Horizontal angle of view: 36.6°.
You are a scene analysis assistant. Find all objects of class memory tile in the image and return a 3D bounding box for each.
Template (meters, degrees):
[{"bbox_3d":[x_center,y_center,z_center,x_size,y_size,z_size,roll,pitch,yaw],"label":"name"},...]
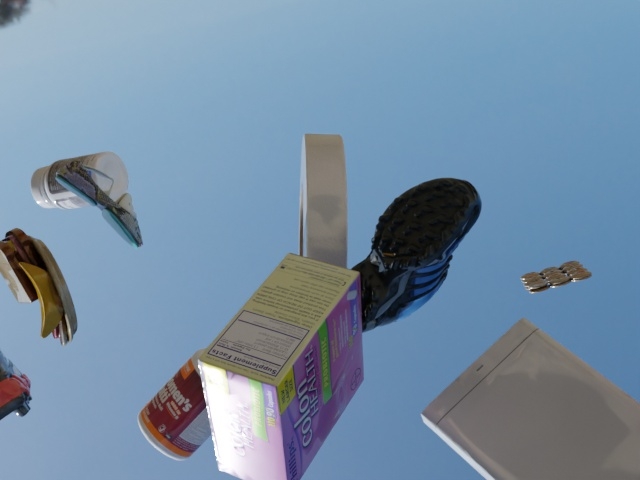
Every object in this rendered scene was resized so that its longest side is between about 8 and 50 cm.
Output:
[{"bbox_3d":[0.412,0.062,1.704,0.113,0.012,0.148,-16,-174,7],"label":"memory tile"}]

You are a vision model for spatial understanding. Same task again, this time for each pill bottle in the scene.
[{"bbox_3d":[-0.368,-0.089,1.472,0.137,0.078,0.078,-6,-158,28],"label":"pill bottle"},{"bbox_3d":[-0.203,0.265,1.675,0.221,0.121,0.121,-47,-160,7],"label":"pill bottle"}]

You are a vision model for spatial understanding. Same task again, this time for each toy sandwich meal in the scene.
[{"bbox_3d":[-0.188,0.032,0.633,0.029,0.085,0.085,-23,-158,-26],"label":"toy sandwich meal"}]

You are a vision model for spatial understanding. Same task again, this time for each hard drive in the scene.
[{"bbox_3d":[0.352,0.292,1.422,0.233,0.047,0.353,-40,-128,-14],"label":"hard drive"}]

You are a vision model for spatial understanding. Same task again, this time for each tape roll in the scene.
[{"bbox_3d":[0.000,0.000,1.723,0.072,0.392,0.392,0,-160,-3],"label":"tape roll"}]

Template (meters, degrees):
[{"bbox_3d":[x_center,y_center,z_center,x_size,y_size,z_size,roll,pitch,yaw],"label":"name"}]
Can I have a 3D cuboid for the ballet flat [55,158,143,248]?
[{"bbox_3d":[-0.218,-0.042,0.993,0.041,0.114,0.041,-45,-169,11],"label":"ballet flat"}]

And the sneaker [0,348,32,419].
[{"bbox_3d":[-0.395,0.151,1.091,0.097,0.135,0.276,-35,-175,-18],"label":"sneaker"}]

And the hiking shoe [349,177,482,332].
[{"bbox_3d":[0.141,0.016,1.405,0.132,0.113,0.304,-4,145,-43],"label":"hiking shoe"}]

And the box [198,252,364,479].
[{"bbox_3d":[-0.043,0.179,1.330,0.117,0.213,0.243,15,-139,24],"label":"box"}]
